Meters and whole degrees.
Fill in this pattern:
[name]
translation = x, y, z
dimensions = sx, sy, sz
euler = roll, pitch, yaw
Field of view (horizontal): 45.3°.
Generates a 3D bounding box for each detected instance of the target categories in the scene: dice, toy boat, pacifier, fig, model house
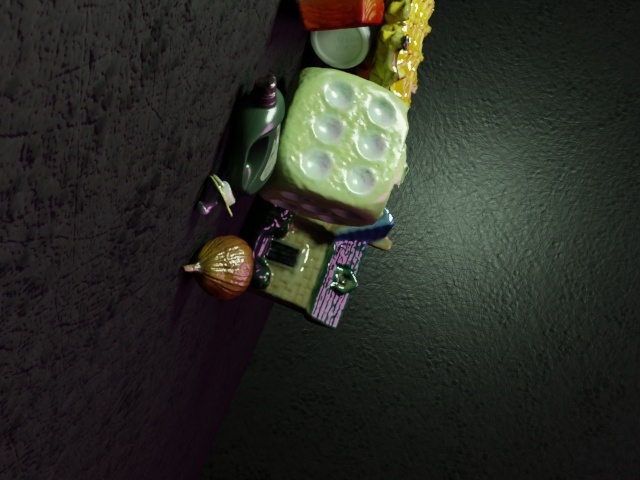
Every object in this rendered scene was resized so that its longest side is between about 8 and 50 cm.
[dice]
translation = 0.024, -0.176, 1.517
dimensions = 0.250, 0.254, 0.252
euler = 160, -54, -76
[toy boat]
translation = 0.037, -0.441, 1.350
dimensions = 0.332, 0.145, 0.133
euler = -58, 143, -73
[pacifier]
translation = -0.175, -0.068, 1.246
dimensions = 0.064, 0.068, 0.083
euler = -32, 148, -12
[fig]
translation = -0.199, 0.051, 1.399
dimensions = 0.119, 0.153, 0.119
euler = 6, -83, 59
[model house]
translation = 0.000, 0.000, 1.909
dimensions = 0.334, 0.343, 0.382
euler = 100, 14, -81

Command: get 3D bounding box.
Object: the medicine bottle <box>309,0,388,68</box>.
[medicine bottle]
translation = 0.090, -0.509, 1.668
dimensions = 0.130, 0.130, 0.341
euler = 110, 5, -45

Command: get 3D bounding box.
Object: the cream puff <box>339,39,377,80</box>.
[cream puff]
translation = 0.119, -0.506, 1.921
dimensions = 0.240, 0.164, 0.240
euler = -60, -168, 23

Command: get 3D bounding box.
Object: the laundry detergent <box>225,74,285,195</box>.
[laundry detergent]
translation = -0.105, -0.178, 1.264
dimensions = 0.221, 0.078, 0.144
euler = 110, 5, -58

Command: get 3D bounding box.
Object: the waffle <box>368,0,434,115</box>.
[waffle]
translation = 0.183, -0.442, 1.666
dimensions = 0.382, 0.095, 0.379
euler = 95, 15, -52
